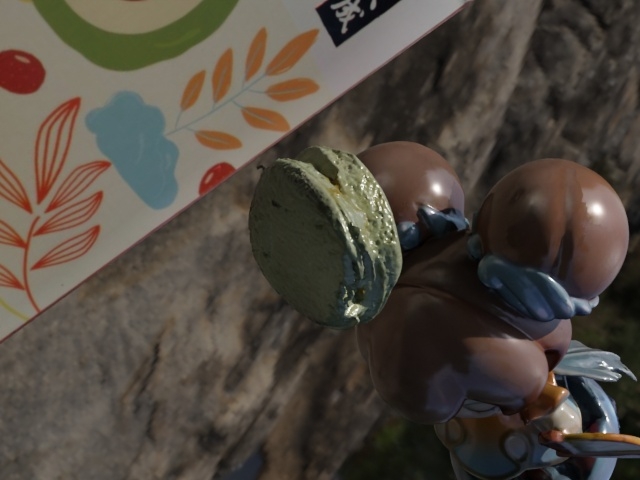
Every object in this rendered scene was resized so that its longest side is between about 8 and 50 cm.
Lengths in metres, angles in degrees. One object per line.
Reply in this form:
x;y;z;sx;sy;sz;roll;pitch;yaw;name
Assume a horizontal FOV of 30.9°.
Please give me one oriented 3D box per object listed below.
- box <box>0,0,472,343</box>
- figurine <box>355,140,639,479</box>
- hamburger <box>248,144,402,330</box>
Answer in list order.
-0.154;-0.175;0.621;0.385;0.122;0.345;-36;126;-6;box
0.169;0.096;1.094;0.388;0.276;0.248;48;56;-50;figurine
0.000;0.000;0.834;0.062;0.133;0.140;-21;158;-31;hamburger
